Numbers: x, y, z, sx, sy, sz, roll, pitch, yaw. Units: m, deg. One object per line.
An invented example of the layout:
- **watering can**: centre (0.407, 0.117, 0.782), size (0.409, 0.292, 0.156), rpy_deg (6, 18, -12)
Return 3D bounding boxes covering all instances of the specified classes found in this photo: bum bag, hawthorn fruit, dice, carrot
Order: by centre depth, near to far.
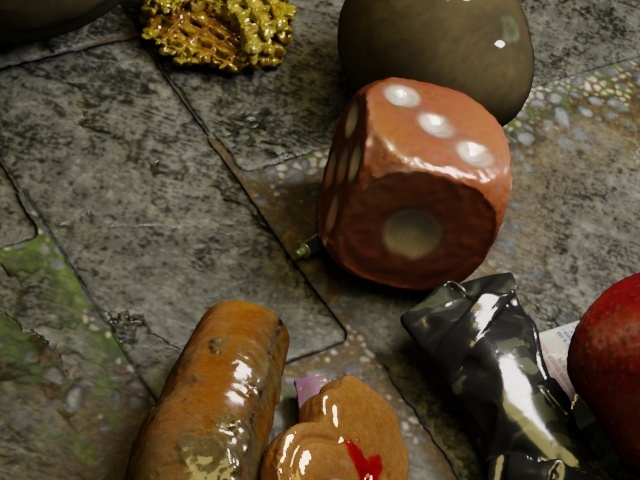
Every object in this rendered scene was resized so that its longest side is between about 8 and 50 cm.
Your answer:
- **carrot**: centre (-0.110, 0.192, 1.658), size (0.139, 0.138, 0.302), rpy_deg (16, 40, -4)
- **hawthorn fruit**: centre (0.375, 0.126, 1.712), size (0.210, 0.266, 0.230), rpy_deg (-9, 74, -31)
- **bum bag**: centre (0.201, 0.178, 1.785), size (0.144, 0.095, 0.340), rpy_deg (-16, 60, -17)
- **dice**: centre (0.102, -0.062, 1.897), size (0.174, 0.175, 0.179), rpy_deg (13, 37, -11)

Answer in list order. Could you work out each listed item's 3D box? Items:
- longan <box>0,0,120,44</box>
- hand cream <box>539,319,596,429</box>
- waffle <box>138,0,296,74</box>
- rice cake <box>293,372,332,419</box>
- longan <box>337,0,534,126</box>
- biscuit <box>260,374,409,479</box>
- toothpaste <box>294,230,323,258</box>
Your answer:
- **longan**: centre (-0.364, -0.384, 1.959), size (0.361, 0.361, 0.361), rpy_deg (9, 48, -10)
- **hand cream**: centre (0.319, 0.131, 1.885), size (0.248, 0.083, 0.133), rpy_deg (-20, 58, -18)
- **waffle**: centre (-0.123, -0.280, 2.094), size (0.193, 0.070, 0.197), rpy_deg (6, 49, -13)
- **rice cake**: centre (0.000, 0.221, 1.723), size (0.047, 0.036, 0.206), rpy_deg (4, 50, -8)
- **longan**: centre (0.140, -0.231, 2.025), size (0.248, 0.248, 0.248), rpy_deg (9, 48, -10)
- **biscuit**: centre (0.021, 0.270, 1.619), size (0.202, 0.047, 0.334), rpy_deg (41, 39, -26)
- **toothpaste**: centre (0.000, 0.000, 1.926), size (0.027, 0.019, 0.083), rpy_deg (32, 43, 28)
